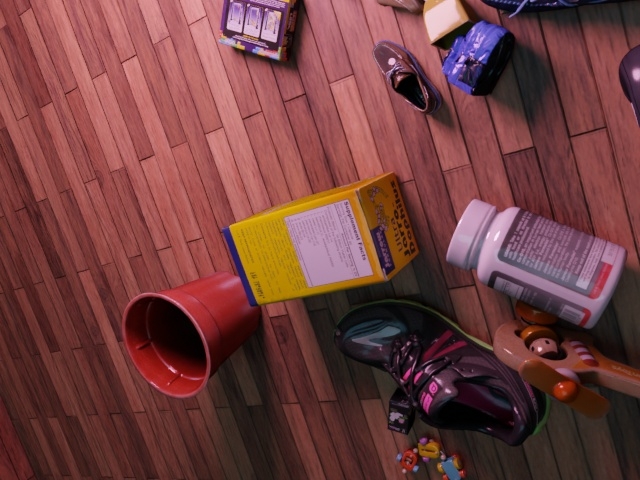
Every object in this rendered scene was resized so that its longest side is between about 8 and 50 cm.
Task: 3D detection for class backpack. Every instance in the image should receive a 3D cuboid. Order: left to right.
[{"bbox_3d":[0.286,-0.336,1.050,0.101,0.098,0.120,37,121,18],"label":"backpack"}]

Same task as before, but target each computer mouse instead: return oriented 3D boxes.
[{"bbox_3d":[0.608,-0.212,0.933,0.184,0.060,0.262,-19,97,33],"label":"computer mouse"}]

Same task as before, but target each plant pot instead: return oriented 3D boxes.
[{"bbox_3d":[-0.304,0.214,1.468,0.272,0.265,0.273,10,111,27],"label":"plant pot"},{"bbox_3d":[0.235,-0.413,1.065,0.081,0.081,0.083,-25,84,33],"label":"plant pot"}]

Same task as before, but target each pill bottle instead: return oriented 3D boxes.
[{"bbox_3d":[0.394,0.034,1.077,0.283,0.161,0.161,25,117,20],"label":"pill bottle"}]

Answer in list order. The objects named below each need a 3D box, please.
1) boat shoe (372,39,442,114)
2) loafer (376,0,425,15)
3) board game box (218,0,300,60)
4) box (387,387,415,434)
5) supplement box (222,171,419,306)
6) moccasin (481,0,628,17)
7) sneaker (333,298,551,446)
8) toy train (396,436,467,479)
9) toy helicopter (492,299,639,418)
[{"bbox_3d":[0.165,-0.325,1.139,0.183,0.066,0.066,47,122,8],"label":"boat shoe"},{"bbox_3d":[0.140,-0.471,1.115,0.148,0.056,0.050,44,123,21],"label":"loafer"},{"bbox_3d":[-0.135,-0.484,1.266,0.170,0.048,0.141,23,115,21],"label":"board game box"},{"bbox_3d":[0.194,0.405,1.373,0.052,0.062,0.084,11,111,24],"label":"box"},{"bbox_3d":[0.000,0.000,1.267,0.356,0.195,0.194,-13,100,33],"label":"supplement box"},{"bbox_3d":[0.416,-0.445,0.928,0.341,0.116,0.138,2,107,29],"label":"moccasin"},{"bbox_3d":[0.238,0.269,1.219,0.482,0.202,0.186,19,114,23],"label":"sneaker"},{"bbox_3d":[0.271,0.533,1.386,0.166,0.046,0.125,25,118,23],"label":"toy train"},{"bbox_3d":[0.490,0.236,1.047,0.354,0.235,0.140,18,114,23],"label":"toy helicopter"}]
